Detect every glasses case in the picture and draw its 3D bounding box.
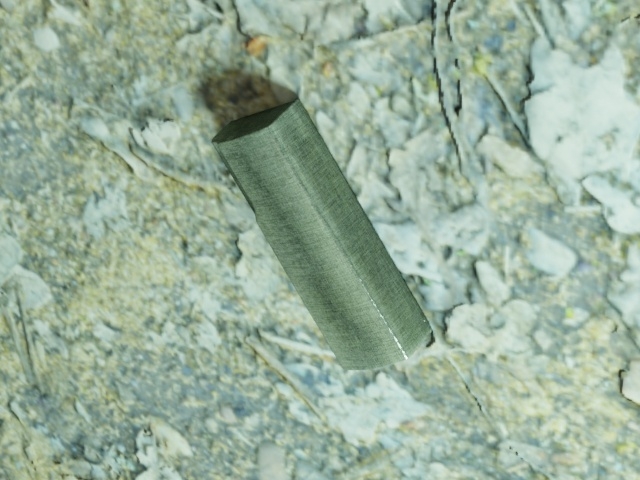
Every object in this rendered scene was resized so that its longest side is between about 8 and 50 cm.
[{"bbox_3d":[0.000,0.000,1.268,0.071,0.047,0.205,-14,114,42],"label":"glasses case"}]
